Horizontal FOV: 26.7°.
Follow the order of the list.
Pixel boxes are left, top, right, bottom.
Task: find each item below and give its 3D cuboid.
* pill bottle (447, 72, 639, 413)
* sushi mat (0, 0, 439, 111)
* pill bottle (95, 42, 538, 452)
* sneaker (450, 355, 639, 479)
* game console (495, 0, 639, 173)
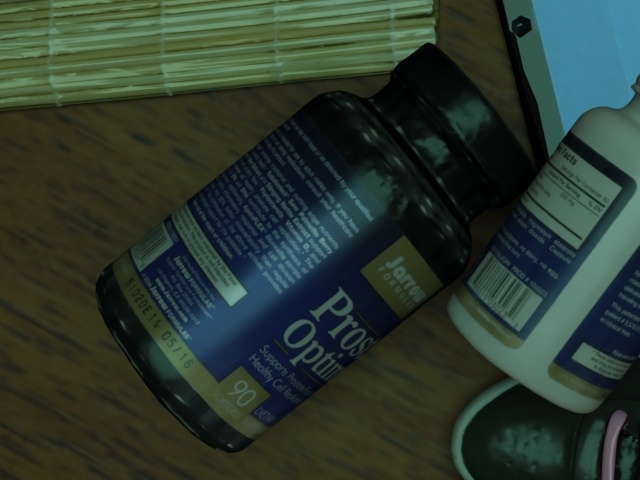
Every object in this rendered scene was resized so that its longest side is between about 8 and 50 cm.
[{"bbox_3d":[0.147,-0.006,0.670,0.094,0.094,0.169,36,102,5],"label":"pill bottle"},{"bbox_3d":[-0.089,-0.159,0.774,0.316,0.019,0.151,-5,86,4],"label":"sushi mat"},{"bbox_3d":[0.000,0.000,0.709,0.219,0.123,0.123,-39,86,3],"label":"pill bottle"},{"bbox_3d":[0.213,0.117,0.677,0.295,0.147,0.105,6,90,6],"label":"sneaker"},{"bbox_3d":[0.223,-0.151,0.680,0.173,0.250,0.293,-13,87,-23],"label":"game console"}]
